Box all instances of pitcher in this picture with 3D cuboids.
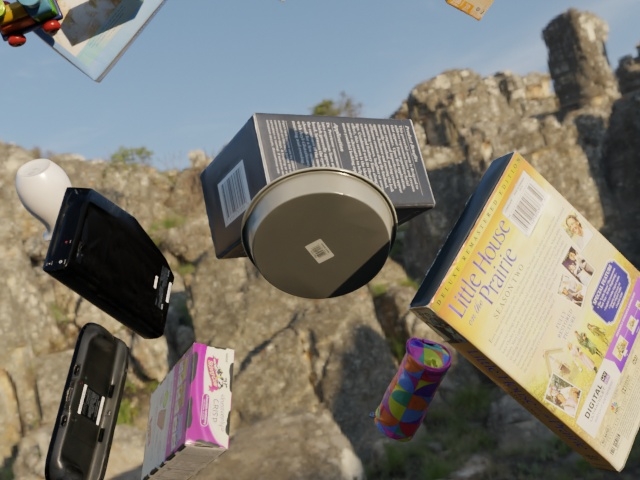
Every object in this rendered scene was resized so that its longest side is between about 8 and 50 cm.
[{"bbox_3d":[-0.649,-0.095,1.797,0.178,0.207,0.125,2,40,16],"label":"pitcher"}]

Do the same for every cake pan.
[{"bbox_3d":[0.000,0.000,1.336,0.294,0.293,0.054,-12,38,6],"label":"cake pan"}]

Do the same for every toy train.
[{"bbox_3d":[-0.730,-0.508,1.648,0.248,0.105,0.143,-23,1,-4],"label":"toy train"}]

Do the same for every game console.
[{"bbox_3d":[-0.276,0.125,0.893,0.044,0.361,0.213,-8,-33,20],"label":"game console"}]

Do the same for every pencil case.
[{"bbox_3d":[0.182,0.300,1.458,0.105,0.104,0.236,-8,-46,-34],"label":"pencil case"}]

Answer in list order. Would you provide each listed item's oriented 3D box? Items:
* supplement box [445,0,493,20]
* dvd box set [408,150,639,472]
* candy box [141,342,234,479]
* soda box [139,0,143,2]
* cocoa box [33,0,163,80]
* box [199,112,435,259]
[{"bbox_3d":[0.220,-0.361,0.991,0.062,0.036,0.098,18,-55,-27],"label":"supplement box"},{"bbox_3d":[0.363,0.110,1.119,0.307,0.420,0.062,-57,16,-24],"label":"dvd box set"},{"bbox_3d":[-0.212,0.281,1.144,0.071,0.159,0.233,15,-35,-23],"label":"candy box"},{"bbox_3d":[-0.464,-0.609,1.666,0.063,0.058,0.183,-57,-13,13],"label":"soda box"},{"bbox_3d":[-0.565,-0.613,1.877,0.347,0.231,0.228,-51,19,-1],"label":"cocoa box"},{"bbox_3d":[-0.011,-0.112,1.557,0.396,0.211,0.293,-3,-17,-33],"label":"box"}]
